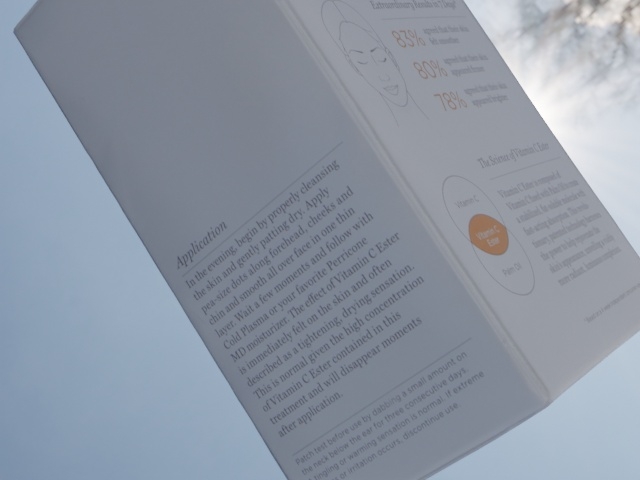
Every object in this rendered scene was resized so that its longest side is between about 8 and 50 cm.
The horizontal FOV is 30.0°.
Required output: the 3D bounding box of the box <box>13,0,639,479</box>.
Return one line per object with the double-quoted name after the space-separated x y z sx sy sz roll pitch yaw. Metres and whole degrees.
0.018 -0.042 0.714 0.345 0.168 0.215 58 -148 9 "box"
